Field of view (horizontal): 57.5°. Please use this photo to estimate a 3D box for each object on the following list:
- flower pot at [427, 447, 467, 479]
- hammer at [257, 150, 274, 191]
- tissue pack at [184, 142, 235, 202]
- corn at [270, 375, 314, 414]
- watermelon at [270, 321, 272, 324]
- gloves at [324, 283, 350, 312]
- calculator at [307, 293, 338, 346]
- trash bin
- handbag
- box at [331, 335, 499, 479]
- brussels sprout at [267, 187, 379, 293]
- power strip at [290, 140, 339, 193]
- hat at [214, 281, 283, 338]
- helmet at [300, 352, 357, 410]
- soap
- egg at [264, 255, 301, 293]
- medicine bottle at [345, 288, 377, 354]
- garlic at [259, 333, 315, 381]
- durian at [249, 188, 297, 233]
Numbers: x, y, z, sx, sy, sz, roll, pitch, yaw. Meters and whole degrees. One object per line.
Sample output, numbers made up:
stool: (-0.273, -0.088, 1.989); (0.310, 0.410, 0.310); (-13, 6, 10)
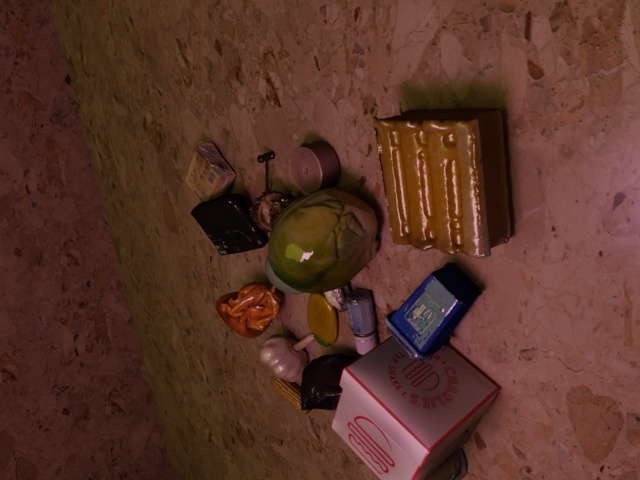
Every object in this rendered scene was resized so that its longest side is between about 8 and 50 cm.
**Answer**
flower pot: (0.306, 0.698, 1.792); (0.212, 0.203, 0.212); (32, 136, 38)
hammer: (-0.189, -0.177, 2.041); (0.029, 0.058, 0.292); (41, 142, 37)
tissue pack: (-0.431, -0.246, 2.259); (0.186, 0.090, 0.222); (51, 142, 14)
corn: (-0.117, 0.620, 2.362); (0.238, 0.080, 0.080); (35, 134, 37)
watermelon: (-0.223, 0.335, 2.357); (0.061, 0.085, 0.085); (7, 121, 10)
gloves: (0.057, 0.162, 1.895); (0.114, 0.070, 0.153); (2, 111, 65)
calculator: (0.005, 0.286, 2.065); (0.146, 0.032, 0.234); (30, 132, 39)
trash bin: (0.306, 0.184, 1.546); (0.162, 0.184, 0.234); (47, 128, 23)
handbag: (-0.342, -0.060, 2.207); (0.275, 0.088, 0.244); (-13, 116, 41)
box: (0.250, 0.472, 1.636); (0.312, 0.314, 0.300); (41, 139, 29)
brussels sprout: (0.000, 0.000, 1.713); (0.268, 0.344, 0.344); (52, 142, 33)
power strip: (-0.017, -0.225, 1.771); (0.154, 0.078, 0.154); (29, 129, 43)
hat: (-0.231, 0.211, 2.196); (0.244, 0.233, 0.233); (31, 123, -20)
helmet: (0.055, 0.471, 1.975); (0.305, 0.225, 0.177); (-35, 52, 44)
soap: (0.287, -0.144, 1.382); (0.293, 0.156, 0.335); (7, 115, 46)
egg: (-0.096, 0.095, 1.970); (0.231, 0.168, 0.168); (16, 122, 53)
medicine bottle: (0.134, 0.261, 1.850); (0.083, 0.083, 0.203); (9, 114, 49)
garlic: (-0.109, 0.407, 2.190); (0.226, 0.199, 0.199); (-45, 72, 23)
durian: (-0.137, -0.073, 1.941); (0.196, 0.167, 0.196); (44, 156, 26)
